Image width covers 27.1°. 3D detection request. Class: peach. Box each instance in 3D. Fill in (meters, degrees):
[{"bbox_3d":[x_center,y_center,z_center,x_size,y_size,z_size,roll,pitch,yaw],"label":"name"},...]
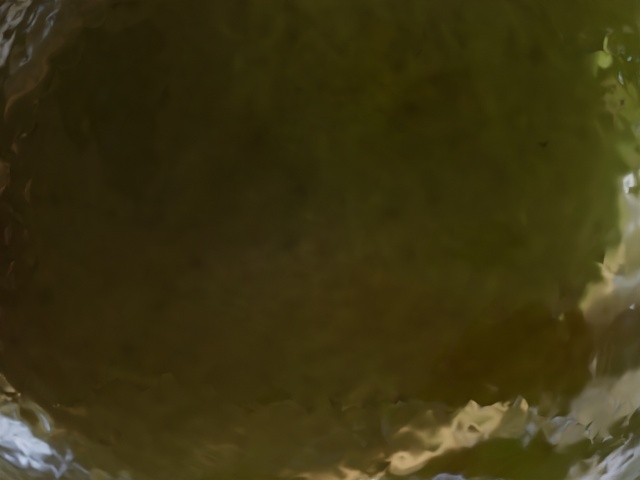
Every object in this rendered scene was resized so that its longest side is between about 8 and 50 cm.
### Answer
[{"bbox_3d":[0.007,-0.004,0.510,0.316,0.281,0.314,22,-82,-33],"label":"peach"}]
